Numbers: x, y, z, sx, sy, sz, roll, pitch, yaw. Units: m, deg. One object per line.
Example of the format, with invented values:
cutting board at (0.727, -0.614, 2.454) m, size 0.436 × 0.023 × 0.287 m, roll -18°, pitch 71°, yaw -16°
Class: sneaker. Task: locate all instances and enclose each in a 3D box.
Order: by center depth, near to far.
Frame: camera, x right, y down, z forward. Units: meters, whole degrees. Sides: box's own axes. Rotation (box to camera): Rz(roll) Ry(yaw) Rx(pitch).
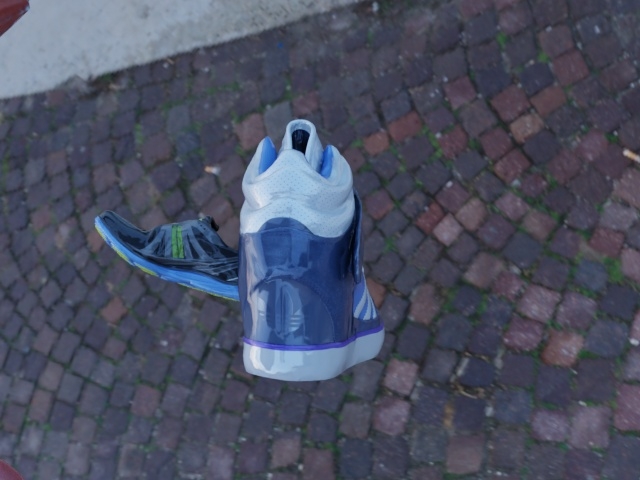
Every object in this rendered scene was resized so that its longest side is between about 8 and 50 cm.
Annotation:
sneaker at (-0.001, 0.000, 0.993) m, size 0.130 × 0.323 × 0.236 m, roll 4°, pitch 94°, yaw 11°
sneaker at (-0.144, 0.006, 1.038) m, size 0.188 × 0.067 × 0.078 m, roll 18°, pitch 81°, yaw -1°

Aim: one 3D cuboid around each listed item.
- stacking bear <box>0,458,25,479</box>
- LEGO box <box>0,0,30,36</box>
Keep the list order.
stacking bear at (-0.328, 0.220, 0.642) m, size 0.164 × 0.289 × 0.175 m, roll -11°, pitch 79°, yaw 17°
LEGO box at (-0.387, -0.017, 0.332) m, size 0.500 × 0.372 × 0.193 m, roll -18°, pitch 105°, yaw 47°
